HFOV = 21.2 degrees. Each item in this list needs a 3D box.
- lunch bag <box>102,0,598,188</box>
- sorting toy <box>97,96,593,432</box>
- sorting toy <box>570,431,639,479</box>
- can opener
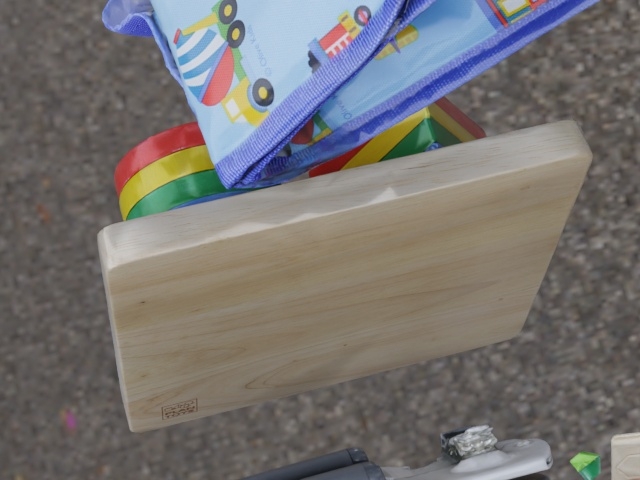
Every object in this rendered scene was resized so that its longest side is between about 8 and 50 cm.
[{"bbox_3d":[0.021,-0.174,0.693,0.293,0.138,0.221,-36,67,27],"label":"lunch bag"},{"bbox_3d":[0.000,0.000,0.986,0.255,0.257,0.089,97,158,-65],"label":"sorting toy"},{"bbox_3d":[0.200,0.151,1.095,0.083,0.012,0.062,-9,58,22],"label":"sorting toy"},{"bbox_3d":[0.021,0.176,1.086,0.074,0.280,0.093,-160,61,-77],"label":"can opener"}]
